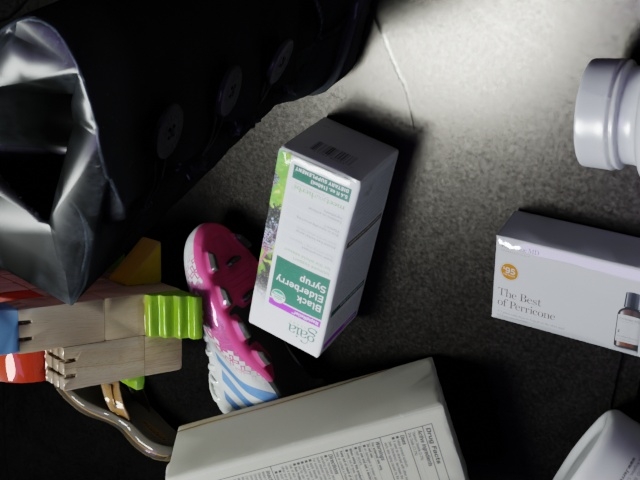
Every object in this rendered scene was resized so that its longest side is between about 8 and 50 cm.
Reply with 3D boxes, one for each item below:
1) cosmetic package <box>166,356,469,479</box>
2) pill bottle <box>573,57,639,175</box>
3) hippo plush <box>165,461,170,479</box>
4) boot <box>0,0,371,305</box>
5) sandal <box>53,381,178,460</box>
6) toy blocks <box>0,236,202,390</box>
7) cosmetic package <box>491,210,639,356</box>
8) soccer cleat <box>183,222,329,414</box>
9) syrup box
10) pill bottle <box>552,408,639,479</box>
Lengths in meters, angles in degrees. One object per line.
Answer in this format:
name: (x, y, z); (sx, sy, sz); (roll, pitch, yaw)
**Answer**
cosmetic package: (0.003, 0.259, 1.090); (0.309, 0.113, 0.160); (-16, 111, 5)
pill bottle: (0.320, -0.093, 0.761); (0.221, 0.124, 0.124); (9, 121, 30)
hippo plush: (-0.169, 0.433, 1.315); (0.234, 0.236, 0.294); (47, 131, 0)
boot: (-0.089, -0.209, 0.744); (0.146, 0.445, 0.367); (20, 126, 22)
sandal: (-0.277, 0.226, 1.369); (0.219, 0.090, 0.060); (35, 112, 15)
toy blocks: (-0.348, 0.094, 1.153); (0.381, 0.261, 0.191); (12, 104, 53)
cosmetic package: (0.283, 0.050, 0.911); (0.239, 0.060, 0.099); (14, 122, 26)
soccer cleat: (-0.098, 0.140, 1.173); (0.143, 0.116, 0.331); (-19, 106, 34)
syrup box: (0.000, 0.000, 1.043); (0.093, 0.096, 0.237); (26, 127, 18)
pill bottle: (0.348, 0.284, 0.960); (0.229, 0.131, 0.131); (36, 130, 11)
